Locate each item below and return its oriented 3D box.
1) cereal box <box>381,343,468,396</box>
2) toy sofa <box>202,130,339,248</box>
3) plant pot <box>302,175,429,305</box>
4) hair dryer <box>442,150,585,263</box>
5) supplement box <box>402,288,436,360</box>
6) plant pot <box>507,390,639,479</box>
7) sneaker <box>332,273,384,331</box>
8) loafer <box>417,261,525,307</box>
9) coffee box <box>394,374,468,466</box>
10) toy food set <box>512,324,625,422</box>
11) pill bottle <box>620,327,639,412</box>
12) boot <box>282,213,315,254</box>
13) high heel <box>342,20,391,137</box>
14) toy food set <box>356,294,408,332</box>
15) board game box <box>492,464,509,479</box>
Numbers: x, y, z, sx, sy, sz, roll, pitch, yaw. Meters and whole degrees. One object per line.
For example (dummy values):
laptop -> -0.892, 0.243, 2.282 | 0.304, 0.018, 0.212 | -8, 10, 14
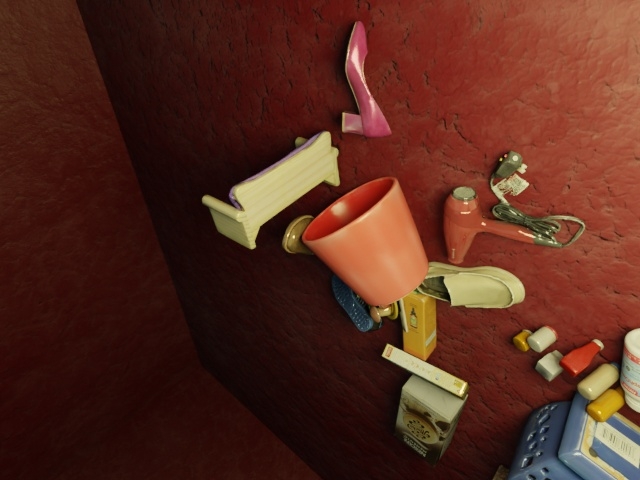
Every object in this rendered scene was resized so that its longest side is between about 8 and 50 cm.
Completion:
cereal box -> 0.310, 0.386, 1.229 | 0.240, 0.047, 0.173 | 23, 168, 28
toy sofa -> -0.121, -0.159, 1.102 | 0.150, 0.362, 0.177 | 25, 142, 36
plant pot -> 0.130, 0.013, 1.059 | 0.275, 0.275, 0.243 | -12, 119, 53
hair dryer -> 0.362, -0.027, 0.890 | 0.223, 0.080, 0.293 | 52, 145, 3
supplement box -> 0.283, 0.228, 1.197 | 0.078, 0.080, 0.233 | 20, 134, 38
plant pot -> 0.594, 0.493, 0.920 | 0.236, 0.236, 0.212 | 36, 136, 19
sneaker -> 0.121, 0.196, 1.358 | 0.081, 0.090, 0.232 | -49, 53, 28
loafer -> 0.349, 0.118, 1.013 | 0.268, 0.092, 0.102 | 4, 121, 48
coffee box -> 0.351, 0.573, 1.364 | 0.168, 0.119, 0.297 | 28, 137, 32
toy food set -> 0.555, 0.261, 0.918 | 0.232, 0.104, 0.111 | 48, 163, 41
pill bottle -> 0.629, 0.254, 0.802 | 0.087, 0.087, 0.160 | 13, 127, 44
boot -> 0.000, 0.000, 1.193 | 0.115, 0.305, 0.112 | 26, 99, 25
high heel -> 0.113, -0.353, 0.939 | 0.117, 0.082, 0.244 | 7, 114, 8
toy food set -> 0.164, 0.178, 1.231 | 0.218, 0.071, 0.128 | -137, 32, -58
board game box -> 0.630, 0.883, 1.274 | 0.232, 0.141, 0.291 | 17, 130, 41
